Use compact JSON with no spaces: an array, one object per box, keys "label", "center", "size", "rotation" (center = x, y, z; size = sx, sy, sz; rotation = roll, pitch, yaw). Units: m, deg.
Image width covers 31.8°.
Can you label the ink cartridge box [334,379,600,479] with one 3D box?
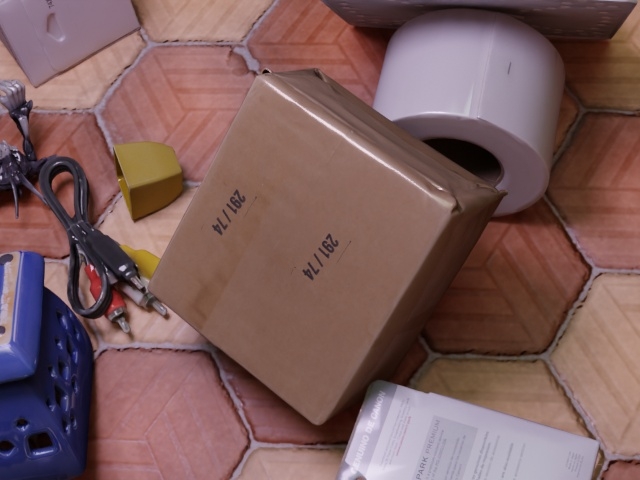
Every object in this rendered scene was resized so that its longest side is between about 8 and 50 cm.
[{"label":"ink cartridge box","center":[0.141,0.345,1.265],"size":[0.271,0.130,0.309],"rotation":[16,64,16]}]

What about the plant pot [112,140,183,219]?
[{"label":"plant pot","center":[-0.240,-0.092,1.584],"size":[0.083,0.081,0.081],"rotation":[-17,60,-15]}]

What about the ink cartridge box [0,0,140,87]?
[{"label":"ink cartridge box","center":[-0.442,-0.420,1.721],"size":[0.197,0.198,0.270],"rotation":[-32,63,-12]}]

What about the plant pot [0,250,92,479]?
[{"label":"plant pot","center":[-0.417,0.155,1.357],"size":[0.236,0.212,0.236],"rotation":[-10,41,-1]}]

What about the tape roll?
[{"label":"tape roll","center":[0.189,-0.162,1.476],"size":[0.246,0.246,0.169],"rotation":[9,62,11]}]

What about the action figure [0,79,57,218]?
[{"label":"action figure","center":[-0.494,-0.155,1.615],"size":[0.164,0.141,0.275],"rotation":[-34,61,-25]}]

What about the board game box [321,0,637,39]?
[{"label":"board game box","center":[0.206,-0.322,1.498],"size":[0.389,0.390,0.050],"rotation":[5,94,9]}]

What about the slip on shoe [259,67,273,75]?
[{"label":"slip on shoe","center":[-0.071,-0.190,1.637],"size":[0.051,0.041,0.135],"rotation":[-5,61,4]}]

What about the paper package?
[{"label":"paper package","center":[0.000,0.000,1.350],"size":[0.309,0.168,0.325],"rotation":[37,113,20]}]

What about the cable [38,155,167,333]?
[{"label":"cable","center":[-0.317,0.011,1.544],"size":[0.139,0.072,0.287],"rotation":[-38,61,-13]}]
